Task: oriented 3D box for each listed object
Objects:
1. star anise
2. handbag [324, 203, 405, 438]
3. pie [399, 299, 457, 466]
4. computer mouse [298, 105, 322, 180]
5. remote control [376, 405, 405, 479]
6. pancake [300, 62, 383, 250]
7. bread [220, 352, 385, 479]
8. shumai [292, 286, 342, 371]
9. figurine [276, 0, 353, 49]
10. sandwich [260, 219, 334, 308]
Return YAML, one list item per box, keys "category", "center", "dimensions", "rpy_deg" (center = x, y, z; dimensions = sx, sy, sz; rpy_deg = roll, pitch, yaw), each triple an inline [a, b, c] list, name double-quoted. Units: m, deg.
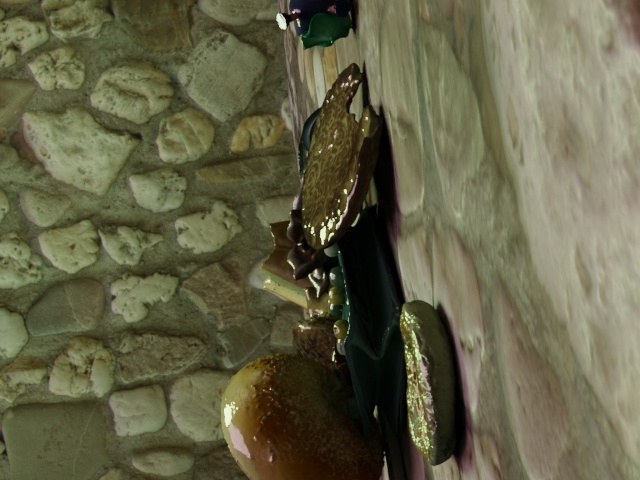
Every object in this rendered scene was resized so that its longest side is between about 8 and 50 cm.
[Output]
- category: "star anise"
  center: [-0.002, -0.016, 1.636]
  dimensions: [0.212, 0.073, 0.196]
  rpy_deg: [-36, -64, -65]
- category: "handbag"
  center: [0.057, 0.121, 1.497]
  dimensions: [0.274, 0.100, 0.268]
  rpy_deg: [88, 173, -47]
- category: "pie"
  center: [0.117, 0.155, 1.098]
  dimensions: [0.187, 0.041, 0.186]
  rpy_deg: [173, 90, -87]
- category: "computer mouse"
  center: [0.009, -0.141, 1.783]
  dimensions: [0.137, 0.097, 0.233]
  rpy_deg: [89, 174, -54]
- category: "remote control"
  center: [0.110, 0.305, 1.632]
  dimensions: [0.077, 0.022, 0.244]
  rpy_deg: [96, 166, -64]
- category: "pancake"
  center: [0.027, -0.122, 1.445]
  dimensions: [0.288, 0.033, 0.286]
  rpy_deg: [159, 125, -70]
- category: "bread"
  center: [-0.017, 0.294, 1.573]
  dimensions: [0.306, 0.159, 0.305]
  rpy_deg: [39, -162, -15]
- category: "shumai"
  center: [0.030, 0.164, 1.848]
  dimensions: [0.209, 0.162, 0.152]
  rpy_deg: [58, -140, -51]
- category: "figurine"
  center: [-0.010, -0.371, 1.559]
  dimensions: [0.102, 0.112, 0.195]
  rpy_deg: [58, -165, -45]
- category: "sandwich"
  center: [-0.026, 0.072, 2.036]
  dimensions: [0.108, 0.186, 0.220]
  rpy_deg: [86, 176, -64]
